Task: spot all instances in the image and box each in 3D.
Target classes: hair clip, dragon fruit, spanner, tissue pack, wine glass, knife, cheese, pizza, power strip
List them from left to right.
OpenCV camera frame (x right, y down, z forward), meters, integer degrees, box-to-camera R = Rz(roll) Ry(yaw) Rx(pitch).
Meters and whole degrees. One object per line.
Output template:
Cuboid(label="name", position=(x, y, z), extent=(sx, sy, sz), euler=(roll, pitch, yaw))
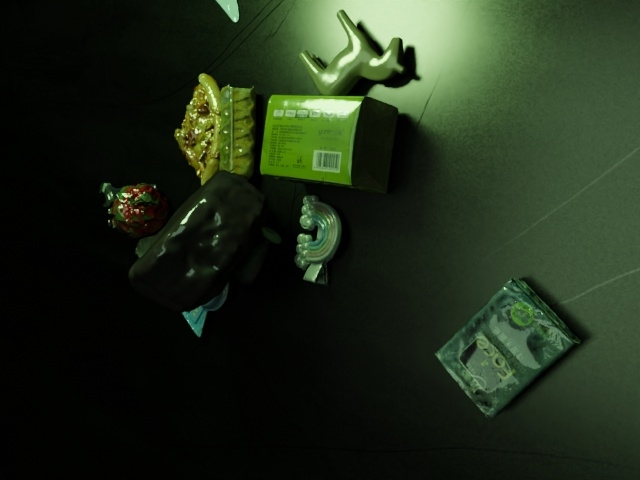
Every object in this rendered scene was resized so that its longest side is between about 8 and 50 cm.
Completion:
Cuboid(label="spanner", position=(-0.649, -0.156, 2.004), extent=(0.316, 0.024, 0.087), euler=(1, 92, 37))
Cuboid(label="dragon fruit", position=(-0.558, -0.091, 1.839), extent=(0.189, 0.182, 0.182), euler=(15, 99, 31))
Cuboid(label="power strip", position=(-0.480, 0.015, 1.850), extent=(0.286, 0.048, 0.080), euler=(-12, 80, 38))
Cuboid(label="pizza", position=(-0.353, -0.311, 1.732), extent=(0.226, 0.086, 0.335), euler=(-2, 90, 37))
Cuboid(label="cheese", position=(-0.328, 0.158, 1.728), extent=(0.135, 0.052, 0.244), euler=(49, 118, 31))
Cuboid(label="knife", position=(-0.319, -0.757, 1.740), extent=(0.331, 0.044, 0.080), euler=(48, 110, 22))
Cuboid(label="wine glass", position=(-0.172, 0.041, 1.591), extent=(0.155, 0.073, 0.073), euler=(-52, 61, 26))
Cuboid(label="hair clip", position=(0.000, 0.000, 1.477), extent=(0.140, 0.054, 0.220), euler=(10, 92, 45))
Cuboid(label="tissue pack", position=(0.017, -0.227, 1.384), extent=(0.275, 0.167, 0.200), euler=(12, 95, 39))
Cuboid(label="tissue pack", position=(0.361, 0.210, 1.168), extent=(0.235, 0.073, 0.173), euler=(-52, 60, 25))

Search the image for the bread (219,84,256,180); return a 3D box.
Cuboid(label="bread", position=(-0.227, -0.286, 1.629), extent=(0.087, 0.098, 0.269), euler=(-179, 90, -80))

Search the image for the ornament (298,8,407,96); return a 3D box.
Cuboid(label="ornament", position=(0.082, -0.424, 1.401), extent=(0.230, 0.061, 0.245), euler=(-42, 64, 28))

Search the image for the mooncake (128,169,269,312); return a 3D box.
Cuboid(label="mooncake", position=(-0.289, -0.004, 1.507), extent=(0.212, 0.381, 0.350), euler=(37, 136, -12))
